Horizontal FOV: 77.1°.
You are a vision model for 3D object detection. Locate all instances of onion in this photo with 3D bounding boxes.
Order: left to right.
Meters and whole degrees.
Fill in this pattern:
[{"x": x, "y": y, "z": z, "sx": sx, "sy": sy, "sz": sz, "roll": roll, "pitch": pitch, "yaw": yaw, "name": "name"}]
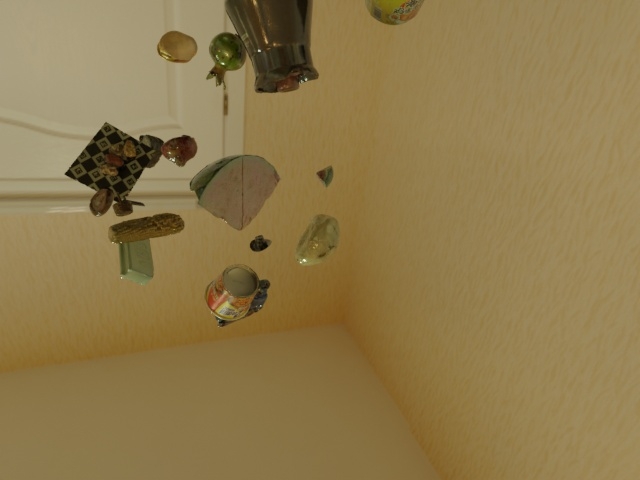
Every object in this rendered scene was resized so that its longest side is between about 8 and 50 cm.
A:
[{"x": -0.704, "y": -0.444, "z": 2.028, "sx": 0.184, "sy": 0.146, "sz": 0.184, "roll": -13, "pitch": 179, "yaw": 0, "name": "onion"}]

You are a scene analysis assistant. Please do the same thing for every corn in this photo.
[{"x": -0.606, "y": -0.046, "z": 1.417, "sx": 0.087, "sy": 0.086, "sz": 0.288, "roll": 22, "pitch": -158, "yaw": 27, "name": "corn"}]

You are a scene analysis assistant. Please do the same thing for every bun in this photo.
[{"x": 0.000, "y": 0.000, "z": 1.819, "sx": 0.160, "sy": 0.259, "sz": 0.259, "roll": 26, "pitch": -156, "yaw": -10, "name": "bun"}]

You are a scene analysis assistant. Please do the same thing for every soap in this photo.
[{"x": -0.694, "y": 0.063, "z": 1.512, "sx": 0.114, "sy": 0.063, "sz": 0.198, "roll": 36, "pitch": -155, "yaw": -53, "name": "soap"}]

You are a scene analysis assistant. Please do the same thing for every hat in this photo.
[{"x": -0.293, "y": 0.006, "z": 1.960, "sx": 0.121, "sy": 0.050, "sz": 0.121, "roll": -8, "pitch": -149, "yaw": 5, "name": "hat"}]

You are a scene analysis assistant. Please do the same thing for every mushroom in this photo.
[{"x": -0.863, "y": -0.152, "z": 1.591, "sx": 0.123, "sy": 0.123, "sz": 0.052, "roll": 32, "pitch": 180, "yaw": 40, "name": "mushroom"}]

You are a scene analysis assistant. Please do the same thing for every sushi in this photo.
[{"x": -0.897, "y": -0.339, "z": 1.721, "sx": 0.264, "sy": 0.290, "sz": 0.050, "roll": 30, "pitch": 168, "yaw": -8, "name": "sushi"}, {"x": -0.961, "y": -0.504, "z": 2.255, "sx": 0.147, "sy": 0.212, "sz": 0.115, "roll": 53, "pitch": -146, "yaw": 10, "name": "sushi"}]

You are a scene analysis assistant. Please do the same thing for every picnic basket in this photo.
[{"x": -0.719, "y": -0.134, "z": 1.451, "sx": 0.072, "sy": 0.083, "sz": 0.072, "roll": -23, "pitch": 173, "yaw": -3, "name": "picnic basket"}]

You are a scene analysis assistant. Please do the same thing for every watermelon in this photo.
[{"x": -0.342, "y": -0.196, "z": 1.440, "sx": 0.222, "sy": 0.292, "sz": 0.319, "roll": 11, "pitch": -115, "yaw": 33, "name": "watermelon"}, {"x": 0.020, "y": -0.266, "z": 1.680, "sx": 0.072, "sy": 0.092, "sz": 0.085, "roll": 24, "pitch": -150, "yaw": 33, "name": "watermelon"}]

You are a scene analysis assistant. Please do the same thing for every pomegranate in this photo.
[{"x": -0.369, "y": -0.713, "z": 1.594, "sx": 0.156, "sy": 0.220, "sz": 0.156, "roll": 8, "pitch": -165, "yaw": -2, "name": "pomegranate"}]

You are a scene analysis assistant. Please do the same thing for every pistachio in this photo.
[{"x": -0.698, "y": -0.938, "z": 1.954, "sx": 0.201, "sy": 0.145, "sz": 0.117, "roll": -24, "pitch": -171, "yaw": -34, "name": "pistachio"}]

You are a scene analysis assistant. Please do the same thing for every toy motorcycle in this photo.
[{"x": -0.410, "y": 0.310, "z": 2.072, "sx": 0.319, "sy": 0.182, "sz": 0.241, "roll": -23, "pitch": 174, "yaw": -21, "name": "toy motorcycle"}]

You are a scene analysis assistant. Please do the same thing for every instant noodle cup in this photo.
[{"x": -0.366, "y": 0.208, "z": 1.710, "sx": 0.213, "sy": 0.174, "sz": 0.213, "roll": 19, "pitch": -132, "yaw": -22, "name": "instant noodle cup"}, {"x": 0.260, "y": -0.863, "z": 1.319, "sx": 0.265, "sy": 0.264, "sz": 0.200, "roll": 9, "pitch": 172, "yaw": 2, "name": "instant noodle cup"}]

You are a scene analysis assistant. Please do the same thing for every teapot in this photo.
[{"x": -0.162, "y": -0.704, "z": 1.412, "sx": 0.306, "sy": 0.361, "sz": 0.376, "roll": -14, "pitch": -169, "yaw": -14, "name": "teapot"}]

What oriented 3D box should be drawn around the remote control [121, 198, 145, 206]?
[{"x": -0.764, "y": -0.155, "z": 1.641, "sx": 0.039, "sy": 0.014, "sz": 0.096, "roll": 23, "pitch": -173, "yaw": 22, "name": "remote control"}]
